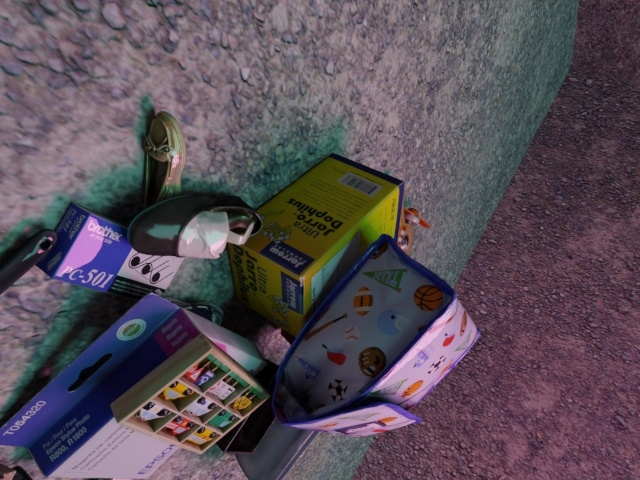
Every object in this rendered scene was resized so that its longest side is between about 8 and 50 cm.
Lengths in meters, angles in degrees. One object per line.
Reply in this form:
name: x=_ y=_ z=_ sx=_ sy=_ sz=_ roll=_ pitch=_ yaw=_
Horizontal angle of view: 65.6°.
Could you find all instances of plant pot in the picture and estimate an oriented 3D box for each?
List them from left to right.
plant pot: x=-0.178 y=0.319 z=1.055 sx=0.188 sy=0.166 sz=0.187 roll=-54 pitch=159 yaw=-14
plant pot: x=-0.112 y=0.449 z=1.237 sx=0.293 sy=0.196 sz=0.293 roll=-48 pitch=164 yaw=-18

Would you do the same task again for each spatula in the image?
spatula: x=-0.425 y=0.099 z=0.586 sx=0.297 sy=0.030 sz=0.084 roll=-54 pitch=150 yaw=-16

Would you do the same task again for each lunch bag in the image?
lunch bag: x=0.114 y=0.237 z=0.998 sx=0.385 sy=0.239 sz=0.328 roll=-46 pitch=146 yaw=-1

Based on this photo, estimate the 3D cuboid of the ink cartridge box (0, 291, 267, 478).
ink cartridge box: x=-0.287 y=0.264 z=0.828 sx=0.324 sy=0.071 sz=0.330 roll=-43 pitch=149 yaw=-1

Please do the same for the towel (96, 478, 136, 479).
towel: x=-0.423 y=0.646 z=0.960 sx=0.317 sy=0.053 sz=0.332 roll=77 pitch=28 yaw=-50

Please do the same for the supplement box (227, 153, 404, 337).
supplement box: x=0.000 y=0.000 z=1.059 sx=0.356 sy=0.195 sz=0.194 roll=-42 pitch=146 yaw=-36

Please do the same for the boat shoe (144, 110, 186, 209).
boat shoe: x=-0.230 y=-0.108 z=0.714 sx=0.048 sy=0.056 sz=0.153 roll=-37 pitch=151 yaw=-48

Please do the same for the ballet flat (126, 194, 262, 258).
ballet flat: x=-0.173 y=-0.024 z=0.783 sx=0.280 sy=0.096 sz=0.095 roll=-29 pitch=144 yaw=-66

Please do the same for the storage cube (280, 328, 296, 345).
storage cube: x=0.032 y=0.186 z=1.223 sx=0.214 sy=0.183 sz=0.193 roll=0 pitch=111 yaw=-32

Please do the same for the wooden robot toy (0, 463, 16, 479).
wooden robot toy: x=-0.467 y=0.301 z=0.660 sx=0.079 sy=0.076 sz=0.173 roll=-67 pitch=155 yaw=-16

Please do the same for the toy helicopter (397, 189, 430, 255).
toy helicopter: x=0.244 y=-0.043 z=1.515 sx=0.235 sy=0.140 sz=0.355 roll=-51 pitch=148 yaw=-26

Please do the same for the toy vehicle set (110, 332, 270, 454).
toy vehicle set: x=-0.199 y=0.266 z=0.829 sx=0.166 sy=0.035 sz=0.267 roll=-39 pitch=146 yaw=-9

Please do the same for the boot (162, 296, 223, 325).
boot: x=-0.224 y=0.157 z=0.928 sx=0.069 sy=0.086 sz=0.190 roll=-63 pitch=153 yaw=1

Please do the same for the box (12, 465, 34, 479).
box: x=-0.504 y=0.443 z=0.709 sx=0.180 sy=0.077 sz=0.148 roll=-15 pitch=127 yaw=-55

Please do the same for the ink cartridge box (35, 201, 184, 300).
ink cartridge box: x=-0.296 y=0.027 z=0.730 sx=0.097 sy=0.046 sz=0.207 roll=-61 pitch=153 yaw=-4
